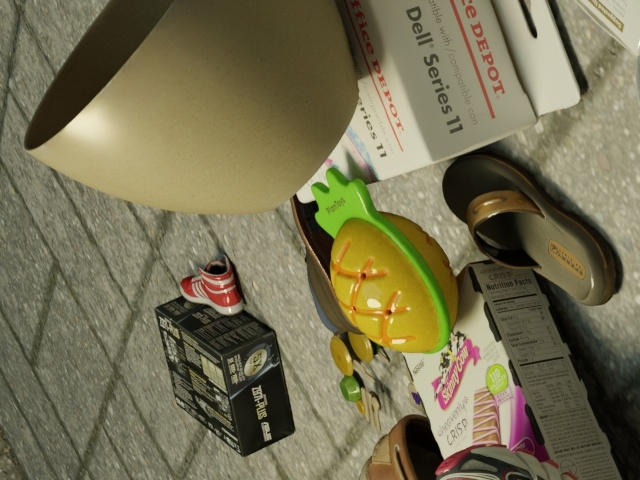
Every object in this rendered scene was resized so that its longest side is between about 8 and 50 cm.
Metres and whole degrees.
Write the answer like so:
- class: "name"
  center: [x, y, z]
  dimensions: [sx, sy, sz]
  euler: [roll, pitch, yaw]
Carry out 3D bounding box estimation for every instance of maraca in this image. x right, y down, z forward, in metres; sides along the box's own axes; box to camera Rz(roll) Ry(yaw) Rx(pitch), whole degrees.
- class: "maraca"
  center: [0.053, 0.020, 1.709]
  dimensions: [0.185, 0.099, 0.127]
  euler: [56, 152, 3]

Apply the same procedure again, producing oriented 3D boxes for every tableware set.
- class: "tableware set"
  center: [0.041, 0.124, 2.111]
  dimensions: [0.104, 0.024, 0.154]
  euler: [39, 145, 52]

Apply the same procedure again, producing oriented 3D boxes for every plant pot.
- class: "plant pot"
  center: [-0.081, -0.130, 1.595]
  dimensions: [0.191, 0.284, 0.284]
  euler: [38, 162, -16]

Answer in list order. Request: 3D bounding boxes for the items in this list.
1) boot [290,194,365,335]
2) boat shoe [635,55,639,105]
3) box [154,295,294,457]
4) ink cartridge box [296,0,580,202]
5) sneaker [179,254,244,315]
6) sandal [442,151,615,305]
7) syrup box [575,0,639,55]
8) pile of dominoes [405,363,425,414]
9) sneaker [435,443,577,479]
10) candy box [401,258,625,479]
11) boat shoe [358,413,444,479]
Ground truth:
- class: "boot"
  center: [0.000, 0.000, 2.002]
  dimensions: [0.106, 0.082, 0.219]
  euler: [-31, 79, 63]
- class: "boat shoe"
  center: [0.301, -0.049, 1.358]
  dimensions: [0.228, 0.080, 0.076]
  euler: [53, -171, 18]
- class: "box"
  center: [-0.119, 0.159, 2.402]
  dimensions: [0.180, 0.077, 0.147]
  euler: [29, 137, 54]
- class: "ink cartridge box"
  center: [0.062, -0.163, 1.687]
  dimensions: [0.353, 0.119, 0.207]
  euler: [-15, 96, 66]
- class: "sneaker"
  center: [-0.139, 0.045, 2.387]
  dimensions: [0.118, 0.042, 0.067]
  euler: [19, 132, 49]
- class: "sandal"
  center: [0.167, -0.005, 1.681]
  dimensions: [0.219, 0.060, 0.090]
  euler: [43, 147, 42]
- class: "syrup box"
  center: [0.237, -0.246, 1.283]
  dimensions: [0.096, 0.093, 0.237]
  euler: [50, 151, 33]
- class: "pile of dominoes"
  center: [0.136, 0.135, 1.897]
  dimensions: [0.251, 0.040, 0.196]
  euler: [32, 139, 51]
- class: "sneaker"
  center: [0.196, 0.296, 1.593]
  dimensions: [0.299, 0.112, 0.121]
  euler: [52, 140, 2]
- class: "candy box"
  center: [0.165, 0.152, 1.733]
  dimensions: [0.159, 0.071, 0.233]
  euler: [-54, 50, 51]
- class: "boat shoe"
  center: [0.158, 0.299, 1.902]
  dimensions: [0.324, 0.123, 0.116]
  euler: [43, 137, 27]
